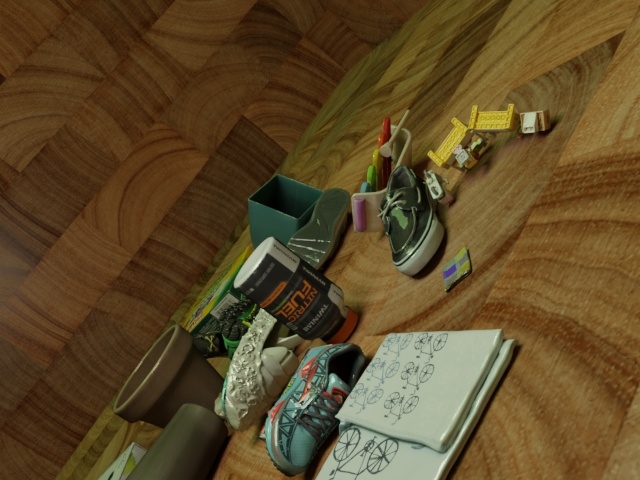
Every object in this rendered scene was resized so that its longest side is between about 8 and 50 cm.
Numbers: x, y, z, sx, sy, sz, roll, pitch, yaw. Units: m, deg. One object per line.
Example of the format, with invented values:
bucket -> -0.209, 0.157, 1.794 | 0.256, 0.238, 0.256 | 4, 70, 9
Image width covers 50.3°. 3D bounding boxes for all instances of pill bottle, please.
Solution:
pill bottle -> -0.042, 0.113, 1.376 | 0.130, 0.245, 0.130 | -49, 13, 15

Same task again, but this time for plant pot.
plant pot -> -0.106, -0.035, 1.987 | 0.165, 0.165, 0.234 | -47, -27, -47
plant pot -> -0.349, 0.379, 1.710 | 0.263, 0.229, 0.263 | -47, 15, 17

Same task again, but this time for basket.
basket -> -0.313, 0.489, 1.503 | 0.204, 0.154, 0.227 | -28, 23, 45

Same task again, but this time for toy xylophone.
toy xylophone -> 0.157, -0.175, 1.625 | 0.323, 0.081, 0.236 | -59, -27, -51

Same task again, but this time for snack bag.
snack bag -> 0.098, 0.273, 0.968 | 0.342, 0.037, 0.323 | -56, 15, -19

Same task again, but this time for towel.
towel -> 0.231, 0.049, 1.166 | 0.060, 0.009, 0.083 | -45, 15, 27

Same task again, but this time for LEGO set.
LEGO set -> 0.332, -0.189, 1.346 | 0.287, 0.107, 0.132 | -36, 55, 35

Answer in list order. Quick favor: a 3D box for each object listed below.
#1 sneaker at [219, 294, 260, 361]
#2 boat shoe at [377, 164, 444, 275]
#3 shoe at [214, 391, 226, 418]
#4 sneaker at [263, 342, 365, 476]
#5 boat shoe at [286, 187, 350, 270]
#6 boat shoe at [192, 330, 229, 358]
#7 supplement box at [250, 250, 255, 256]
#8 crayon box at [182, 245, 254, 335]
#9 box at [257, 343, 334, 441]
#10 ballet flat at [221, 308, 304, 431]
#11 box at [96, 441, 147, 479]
sneaker -> -0.164, 0.200, 1.784 | 0.343, 0.134, 0.146 | -47, -38, -57
boat shoe -> 0.167, -0.048, 1.384 | 0.121, 0.119, 0.335 | -45, 15, 24
shoe -> -0.203, 0.388, 1.564 | 0.058, 0.076, 0.219 | -64, 9, -15
sneaker -> -0.003, 0.271, 1.156 | 0.125, 0.104, 0.262 | -33, 23, 47
boat shoe -> -0.002, -0.002, 1.868 | 0.103, 0.118, 0.320 | 75, -146, -51
boat shoe -> -0.300, 0.288, 1.893 | 0.068, 0.081, 0.227 | -33, -22, 33
supplement box -> -0.132, 0.021, 2.182 | 0.111, 0.114, 0.220 | -34, 23, 53
crayon box -> -0.349, 0.231, 2.345 | 0.363, 0.106, 0.313 | -45, 15, 24
box -> -0.037, 0.301, 1.323 | 0.207, 0.036, 0.114 | -58, 15, -26
ballet flat -> -0.101, 0.237, 1.514 | 0.147, 0.147, 0.409 | -42, 16, 32
box -> -0.587, 0.718, 1.900 | 0.290, 0.087, 0.169 | -46, 15, 21
